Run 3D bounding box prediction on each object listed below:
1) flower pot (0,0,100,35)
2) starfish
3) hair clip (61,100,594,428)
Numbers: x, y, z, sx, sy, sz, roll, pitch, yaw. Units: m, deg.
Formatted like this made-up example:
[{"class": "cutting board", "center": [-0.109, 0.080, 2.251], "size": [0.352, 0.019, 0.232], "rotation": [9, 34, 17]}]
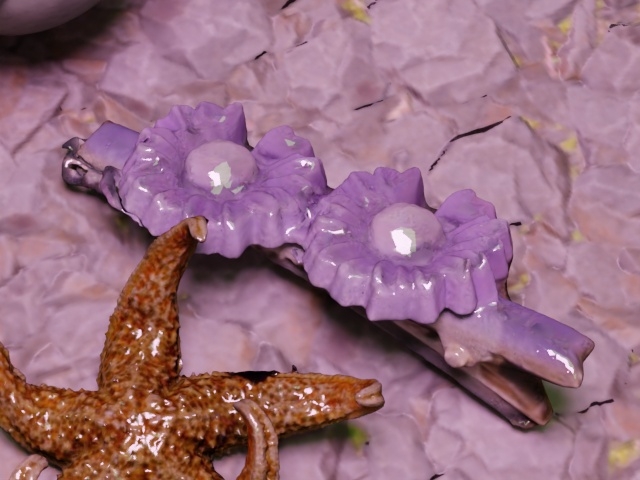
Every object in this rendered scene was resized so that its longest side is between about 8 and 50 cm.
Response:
[{"class": "flower pot", "center": [-0.178, -0.220, 0.854], "size": [0.195, 0.246, 0.246], "rotation": [-29, 64, 9]}, {"class": "starfish", "center": [-0.070, 0.069, 0.788], "size": [0.189, 0.074, 0.146], "rotation": [-10, 73, -7]}, {"class": "hair clip", "center": [0.000, 0.000, 0.844], "size": [0.292, 0.085, 0.106], "rotation": [26, 45, 15]}]
